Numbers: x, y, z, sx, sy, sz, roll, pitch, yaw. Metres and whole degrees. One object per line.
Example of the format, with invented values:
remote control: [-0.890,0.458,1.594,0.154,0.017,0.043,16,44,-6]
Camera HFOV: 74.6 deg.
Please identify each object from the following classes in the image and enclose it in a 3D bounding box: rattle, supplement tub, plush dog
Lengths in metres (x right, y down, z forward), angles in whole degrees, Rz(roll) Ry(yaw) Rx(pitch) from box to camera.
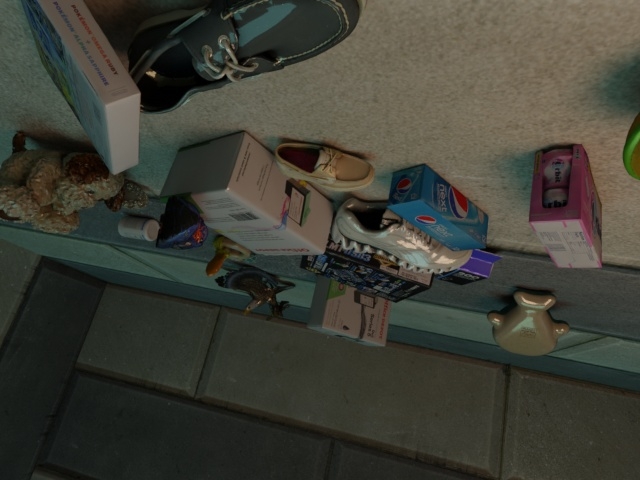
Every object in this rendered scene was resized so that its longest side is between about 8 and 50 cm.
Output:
rattle: [-0.284,0.078,1.376,0.130,0.143,0.200,-7,154,3]
supplement tub: [-0.572,-0.038,1.327,0.107,0.071,0.071,9,162,16]
plush dog: [-0.549,-0.132,0.919,0.225,0.211,0.262,-3,172,-9]

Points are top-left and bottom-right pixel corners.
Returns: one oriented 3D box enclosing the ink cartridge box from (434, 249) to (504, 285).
ink cartridge box: [0.290,0.051,1.008,0.206,0.045,0.208,16,164,-1]

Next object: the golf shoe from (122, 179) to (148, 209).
golf shoe: [-0.519,-0.127,1.069,0.176,0.069,0.086,19,-179,-8]

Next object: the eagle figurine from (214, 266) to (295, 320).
eagle figurine: [-0.269,0.208,1.742,0.226,0.225,0.298,-40,99,19]

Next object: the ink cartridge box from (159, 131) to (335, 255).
ink cartridge box: [-0.133,-0.074,0.832,0.201,0.117,0.278,-1,156,38]

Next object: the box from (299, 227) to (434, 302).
box: [0.099,0.063,1.048,0.293,0.074,0.295,21,164,1]

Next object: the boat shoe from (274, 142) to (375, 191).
boat shoe: [0.003,-0.122,0.681,0.169,0.063,0.059,10,168,12]

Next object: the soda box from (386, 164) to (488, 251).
soda box: [0.212,-0.050,0.740,0.210,0.067,0.071,27,157,-36]

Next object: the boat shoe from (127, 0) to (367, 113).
boat shoe: [-0.099,-0.201,0.457,0.319,0.099,0.116,2,160,32]

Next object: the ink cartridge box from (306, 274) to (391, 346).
ink cartridge box: [0.109,0.245,1.484,0.272,0.199,0.114,22,159,-26]

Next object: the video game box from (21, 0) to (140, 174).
video game box: [-0.288,-0.201,0.513,0.187,0.048,0.205,56,154,-4]

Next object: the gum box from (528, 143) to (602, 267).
gum box: [0.354,-0.042,0.600,0.062,0.107,0.188,-3,156,40]

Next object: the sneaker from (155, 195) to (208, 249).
sneaker: [-0.246,-0.026,0.773,0.087,0.084,0.221,9,171,-25]

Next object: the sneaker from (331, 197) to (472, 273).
sneaker: [0.166,-0.013,0.843,0.291,0.110,0.118,12,153,2]

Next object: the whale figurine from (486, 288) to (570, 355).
whale figurine: [0.599,0.217,1.218,0.216,0.141,0.272,5,136,22]

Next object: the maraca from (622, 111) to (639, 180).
maraca: [0.382,-0.116,0.386,0.185,0.099,0.127,-30,135,30]
